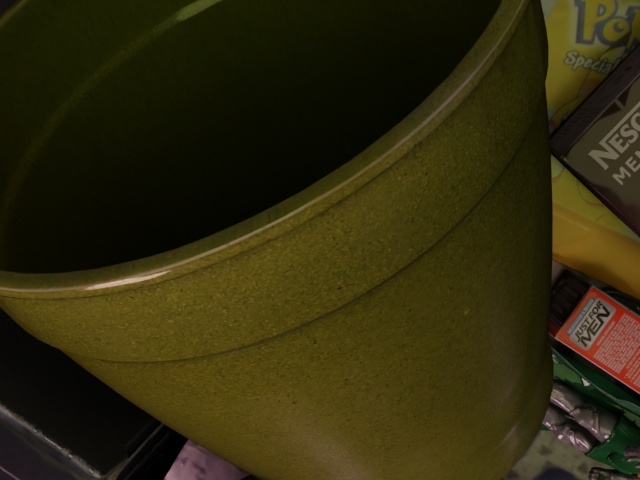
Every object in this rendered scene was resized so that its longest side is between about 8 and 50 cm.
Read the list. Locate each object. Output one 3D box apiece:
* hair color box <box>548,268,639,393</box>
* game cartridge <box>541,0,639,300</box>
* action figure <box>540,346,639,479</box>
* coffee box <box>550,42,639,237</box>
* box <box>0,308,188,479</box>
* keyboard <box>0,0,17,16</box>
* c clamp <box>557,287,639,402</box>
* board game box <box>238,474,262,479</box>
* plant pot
[{"bbox_3d":[0.258,0.094,0.765,0.167,0.093,0.053,35,96,-2],"label":"hair color box"},{"bbox_3d":[0.249,-0.131,0.752,0.285,0.052,0.323,25,105,-1],"label":"game cartridge"},{"bbox_3d":[0.248,0.166,0.785,0.232,0.137,0.063,27,60,2],"label":"action figure"},{"bbox_3d":[0.295,-0.108,0.681,0.141,0.098,0.246,42,102,-5],"label":"coffee box"},{"bbox_3d":[-0.277,0.219,0.751,0.212,0.293,0.395,33,104,5],"label":"box"},{"bbox_3d":[-0.337,-0.064,0.836,0.317,0.033,0.201,-23,100,11],"label":"keyboard"},{"bbox_3d":[0.269,0.120,0.824,0.161,0.022,0.137,30,104,-1],"label":"c clamp"},{"bbox_3d":[-0.063,0.307,0.730,0.141,0.291,0.232,40,118,25],"label":"board game box"},{"bbox_3d":[0.000,0.000,0.628,0.366,0.366,0.353,-21,131,10],"label":"plant pot"}]
